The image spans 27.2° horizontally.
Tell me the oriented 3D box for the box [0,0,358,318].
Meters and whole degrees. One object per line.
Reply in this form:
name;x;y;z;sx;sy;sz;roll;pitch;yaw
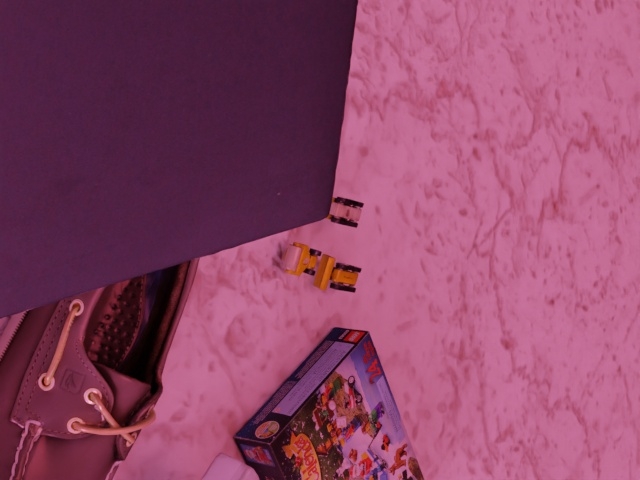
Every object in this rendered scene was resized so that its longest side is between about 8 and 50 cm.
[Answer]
box;-0.210;-0.107;0.629;0.343;0.312;0.179;-18;125;-40

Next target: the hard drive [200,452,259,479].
hard drive;-0.128;0.337;0.998;0.307;0.040;0.203;-55;154;-31

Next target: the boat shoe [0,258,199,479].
boat shoe;-0.162;0.090;0.937;0.116;0.097;0.324;32;69;-48

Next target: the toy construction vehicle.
toy construction vehicle;0.000;0.000;1.184;0.098;0.035;0.085;9;97;-48

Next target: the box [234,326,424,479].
box;0.022;0.220;1.216;0.159;0.044;0.233;-46;127;-38
